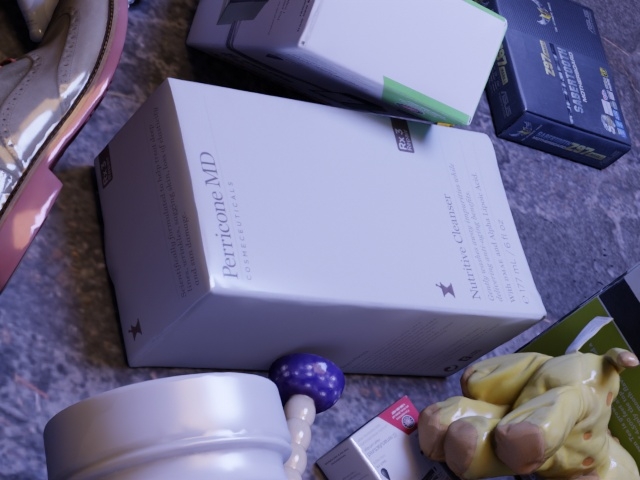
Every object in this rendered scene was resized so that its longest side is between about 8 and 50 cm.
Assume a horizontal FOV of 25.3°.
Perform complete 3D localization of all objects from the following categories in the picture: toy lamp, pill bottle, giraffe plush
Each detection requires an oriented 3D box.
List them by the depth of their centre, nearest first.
[{"bbox_3d":[-0.070,0.307,0.962,0.229,0.229,0.407,4,63,-39],"label":"pill bottle"},{"bbox_3d":[-0.035,0.221,1.194,0.080,0.080,0.274,31,42,-19],"label":"toy lamp"},{"bbox_3d":[0.217,0.193,1.284,0.210,0.181,0.170,-30,107,-19],"label":"giraffe plush"}]

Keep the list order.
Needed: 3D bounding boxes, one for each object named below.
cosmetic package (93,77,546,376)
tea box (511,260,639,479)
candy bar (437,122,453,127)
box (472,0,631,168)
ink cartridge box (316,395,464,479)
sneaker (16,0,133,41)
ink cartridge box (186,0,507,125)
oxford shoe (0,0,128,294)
[{"bbox_3d":[0.000,0.000,1.323,0.385,0.156,0.217,5,59,-39],"label":"cosmetic package"},{"bbox_3d":[0.390,0.123,1.436,0.329,0.323,0.220,-18,72,-45],"label":"tea box"},{"bbox_3d":[0.146,-0.195,1.692,0.040,0.018,0.161,25,47,-19],"label":"candy bar"},{"bbox_3d":[0.285,-0.216,1.793,0.183,0.059,0.232,14,52,-31],"label":"box"},{"bbox_3d":[0.077,0.225,1.297,0.135,0.056,0.099,54,41,6],"label":"ink cartridge box"},{"bbox_3d":[-0.221,-0.226,1.382,0.191,0.071,0.083,-18,99,-49],"label":"sneaker"},{"bbox_3d":[0.018,-0.205,1.402,0.198,0.273,0.114,21,88,-28],"label":"ink cartridge box"},{"bbox_3d":[-0.261,-0.116,1.203,0.130,0.123,0.348,28,50,-15],"label":"oxford shoe"}]
